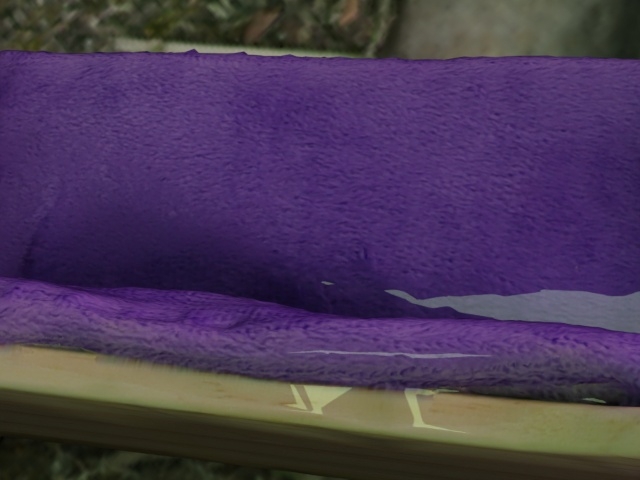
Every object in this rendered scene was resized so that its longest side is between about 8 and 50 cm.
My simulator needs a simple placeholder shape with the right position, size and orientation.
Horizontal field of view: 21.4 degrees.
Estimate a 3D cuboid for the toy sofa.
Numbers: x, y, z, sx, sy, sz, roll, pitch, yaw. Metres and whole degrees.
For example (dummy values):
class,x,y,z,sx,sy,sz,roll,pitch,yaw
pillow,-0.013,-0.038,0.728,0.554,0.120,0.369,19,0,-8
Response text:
class,x,y,z,sx,sy,sz,roll,pitch,yaw
toy sofa,0.000,0.000,0.553,0.363,0.177,0.150,4,73,23
